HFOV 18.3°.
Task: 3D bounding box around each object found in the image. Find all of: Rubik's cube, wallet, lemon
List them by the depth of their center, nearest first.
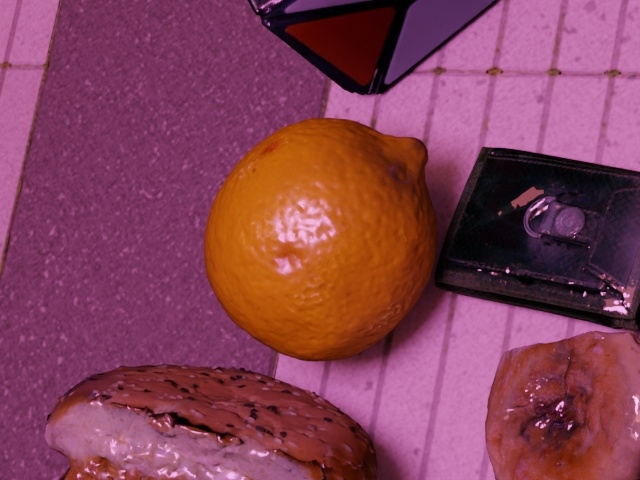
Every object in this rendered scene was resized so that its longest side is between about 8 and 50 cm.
[{"bbox_3d":[0.231,-0.007,1.960,0.236,0.055,0.160,12,75,34],"label":"wallet"},{"bbox_3d":[0.004,-0.008,1.985,0.228,0.228,0.253,40,112,33],"label":"lemon"},{"bbox_3d":[0.036,-0.337,2.063,0.248,0.250,0.246,-37,59,14],"label":"Rubik's cube"}]

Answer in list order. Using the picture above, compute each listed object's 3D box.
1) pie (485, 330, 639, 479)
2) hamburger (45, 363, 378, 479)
[{"bbox_3d":[0.234,0.177,1.862,0.218,0.052,0.185,-20,63,46],"label":"pie"},{"bbox_3d":[-0.104,0.234,1.944,0.318,0.277,0.195,14,102,8],"label":"hamburger"}]
